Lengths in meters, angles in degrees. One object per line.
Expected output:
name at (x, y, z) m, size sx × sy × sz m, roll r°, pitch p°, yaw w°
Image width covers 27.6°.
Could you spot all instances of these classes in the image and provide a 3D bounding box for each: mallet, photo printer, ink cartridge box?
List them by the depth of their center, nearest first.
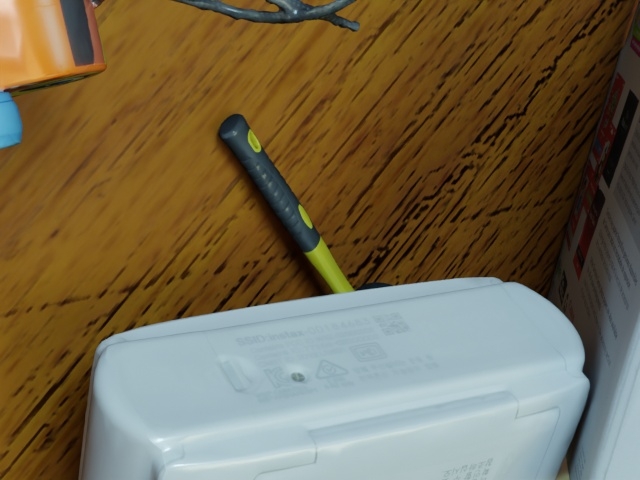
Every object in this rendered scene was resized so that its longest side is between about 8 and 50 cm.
photo printer at (-0.011, 0.174, 0.701) m, size 0.256 × 0.107 × 0.307 m, roll -8°, pitch 129°, yaw -27°
mallet at (0.000, 0.000, 0.717) m, size 0.189 × 0.039 × 0.062 m, roll 61°, pitch 31°, yaw -29°
ink cartridge box at (0.225, -0.011, 0.721) m, size 0.309 × 0.130 × 0.271 m, roll -68°, pitch 171°, yaw -72°

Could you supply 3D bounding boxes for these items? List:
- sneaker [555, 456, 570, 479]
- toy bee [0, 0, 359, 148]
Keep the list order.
sneaker at (0.271, 0.118, 0.978) m, size 0.282 × 0.161 × 0.102 m, roll -20°, pitch 131°, yaw 7°
toy bee at (-0.144, -0.063, 0.484) m, size 0.298 × 0.162 × 0.195 m, roll 7°, pitch 92°, yaw -12°
